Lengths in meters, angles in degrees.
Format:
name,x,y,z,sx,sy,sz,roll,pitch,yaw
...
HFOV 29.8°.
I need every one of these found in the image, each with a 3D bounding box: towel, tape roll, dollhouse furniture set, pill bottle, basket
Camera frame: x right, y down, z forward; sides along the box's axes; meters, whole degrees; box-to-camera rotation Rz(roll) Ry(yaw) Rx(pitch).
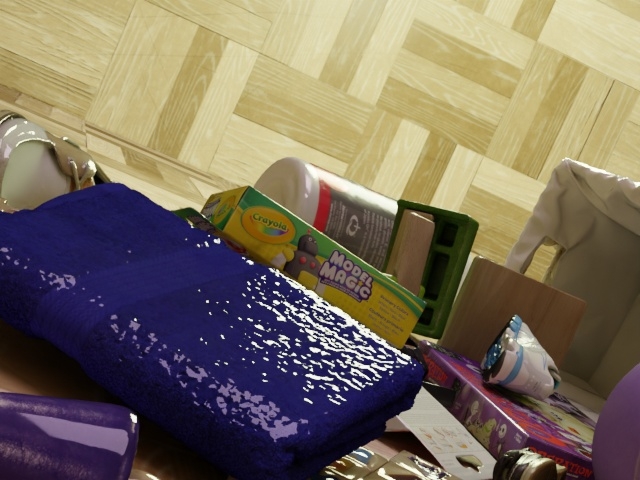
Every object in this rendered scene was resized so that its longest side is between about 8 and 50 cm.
name,x,y,z,sx,sy,sz,roll,pitch,yaw
towel,-0.100,0.063,0.838,0.308,0.076,0.228,30,21,22
tape roll,0.354,0.197,1.112,0.189,0.189,0.080,23,6,-19
dollhouse furniture set,0.000,0.000,1.420,0.302,0.151,0.197,15,-2,29
pill bottle,0.055,0.015,1.698,0.319,0.176,0.176,22,6,-29
basket,0.432,0.113,1.601,0.266,0.328,0.331,23,4,-36

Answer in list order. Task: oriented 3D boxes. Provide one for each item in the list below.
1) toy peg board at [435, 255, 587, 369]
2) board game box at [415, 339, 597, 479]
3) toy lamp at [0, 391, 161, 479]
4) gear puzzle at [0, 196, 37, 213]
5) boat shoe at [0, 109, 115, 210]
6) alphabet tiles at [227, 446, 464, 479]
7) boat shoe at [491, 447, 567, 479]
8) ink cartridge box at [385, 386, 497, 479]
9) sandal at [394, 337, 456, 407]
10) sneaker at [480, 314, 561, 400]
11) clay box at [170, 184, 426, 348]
name,x,y,z,sx,sy,sz,roll,pitch,yaw
toy peg board,0.223,0.116,1.518,0.161,0.161,0.079,23,3,-15
board game box,0.239,0.206,1.314,0.208,0.056,0.347,18,6,-16
toy lamp,-0.032,0.138,0.548,0.275,0.080,0.080,22,5,-15
gear puzzle,-0.288,0.006,0.940,0.339,0.044,0.175,18,19,-20
boat shoe,-0.293,-0.068,1.293,0.103,0.113,0.302,19,4,4
alphabet tiles,0.097,0.207,0.816,0.285,0.011,0.342,26,5,15
boat shoe,0.158,0.191,0.946,0.049,0.056,0.152,21,-7,21
ink cartridge box,0.076,0.166,1.095,0.179,0.045,0.145,47,14,25
sandal,0.050,0.113,1.325,0.097,0.054,0.254,19,7,-44
sneaker,0.232,0.143,1.369,0.083,0.071,0.190,31,14,3
clay box,-0.027,0.017,1.067,0.222,0.053,0.127,35,-13,-16
